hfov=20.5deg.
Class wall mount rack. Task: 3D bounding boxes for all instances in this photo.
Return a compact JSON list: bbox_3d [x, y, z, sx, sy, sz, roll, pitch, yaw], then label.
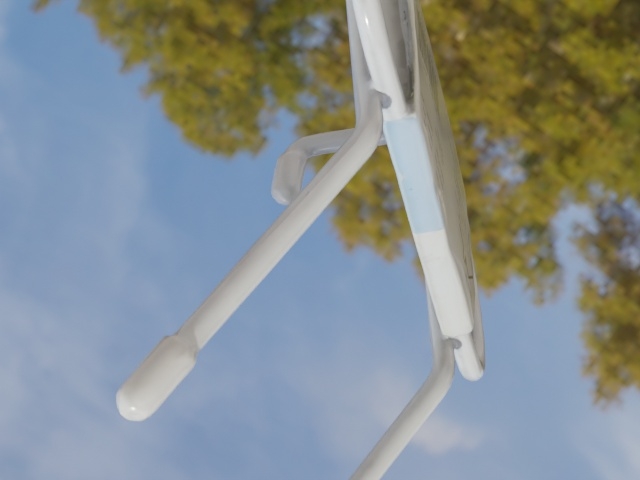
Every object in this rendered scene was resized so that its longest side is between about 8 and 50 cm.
[{"bbox_3d":[0.000,0.000,0.855,0.350,0.130,0.304,69,-164,-51],"label":"wall mount rack"}]
